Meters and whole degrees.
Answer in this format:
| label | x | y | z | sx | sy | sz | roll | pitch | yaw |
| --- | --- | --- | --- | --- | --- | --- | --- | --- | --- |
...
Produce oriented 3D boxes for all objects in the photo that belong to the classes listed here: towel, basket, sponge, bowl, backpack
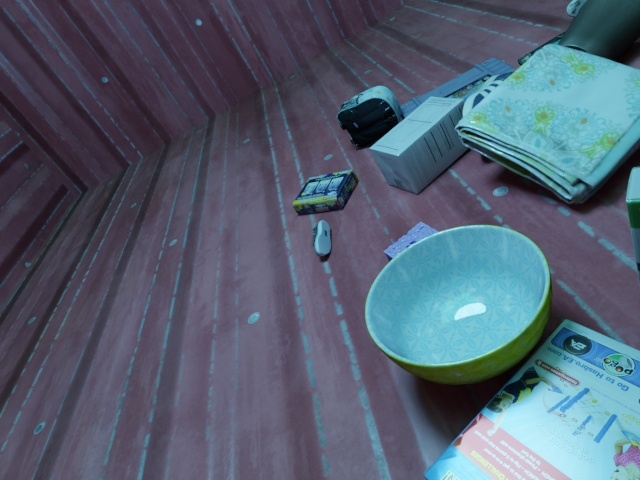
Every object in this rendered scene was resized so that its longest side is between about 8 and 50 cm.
| label | x | y | z | sx | sy | sz | roll | pitch | yaw |
| --- | --- | --- | --- | --- | --- | --- | --- | --- | --- |
| towel | 0.530 | -0.274 | 1.026 | 0.374 | 0.090 | 0.320 | -41 | 58 | -14 |
| basket | 0.732 | -0.533 | 1.273 | 0.227 | 0.154 | 0.204 | -46 | 33 | -15 |
| sponge | 0.237 | 0.037 | 1.015 | 0.117 | 0.031 | 0.210 | -37 | 31 | -8 |
| bowl | 0.235 | 0.126 | 0.770 | 0.289 | 0.156 | 0.289 | -23 | 32 | 16 |
| backpack | 0.175 | -0.420 | 1.577 | 0.188 | 0.166 | 0.144 | -14 | 36 | 40 |

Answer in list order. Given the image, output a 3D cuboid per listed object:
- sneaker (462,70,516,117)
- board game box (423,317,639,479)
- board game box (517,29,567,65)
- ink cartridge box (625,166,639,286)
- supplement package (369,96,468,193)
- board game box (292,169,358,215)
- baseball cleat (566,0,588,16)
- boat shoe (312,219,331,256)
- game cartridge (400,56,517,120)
| label | x | y | z | sx | sy | sz | roll | pitch | yaw |
| --- | --- | --- | --- | --- | --- | --- | --- | --- | --- |
| sneaker | 0.487 | -0.358 | 1.243 | 0.148 | 0.131 | 0.350 | -5 | 38 | 41 |
| board game box | 0.335 | 0.275 | 0.539 | 0.302 | 0.086 | 0.308 | -41 | 32 | -13 |
| board game box | 0.729 | -0.590 | 1.467 | 0.186 | 0.026 | 0.126 | -30 | 32 | 3 |
| ink cartridge box | 0.521 | -0.001 | 0.648 | 0.153 | 0.208 | 0.087 | -2 | 39 | 39 |
| supplement package | 0.284 | -0.264 | 1.290 | 0.244 | 0.134 | 0.139 | -41 | 32 | -10 |
| board game box | 0.015 | -0.147 | 1.455 | 0.170 | 0.048 | 0.141 | -5 | 43 | 37 |
| baseball cleat | 0.911 | -0.807 | 1.589 | 0.206 | 0.072 | 0.109 | -23 | 18 | 6 |
| boat shoe | 0.000 | 0.000 | 1.269 | 0.040 | 0.049 | 0.142 | -39 | 24 | 27 |
| game cartridge | 0.439 | -0.461 | 1.516 | 0.355 | 0.068 | 0.230 | -26 | 27 | 10 |
